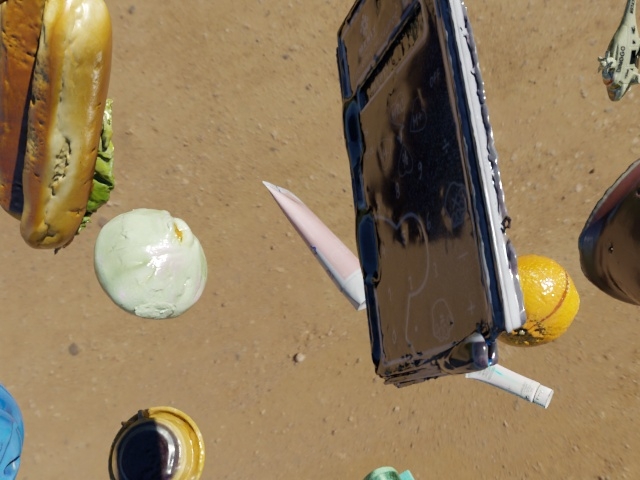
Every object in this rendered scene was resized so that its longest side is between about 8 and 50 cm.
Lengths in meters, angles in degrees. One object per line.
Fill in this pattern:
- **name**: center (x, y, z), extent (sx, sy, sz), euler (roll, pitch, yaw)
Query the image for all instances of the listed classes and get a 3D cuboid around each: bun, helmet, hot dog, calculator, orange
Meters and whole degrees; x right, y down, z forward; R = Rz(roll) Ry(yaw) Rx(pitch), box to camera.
- **bun**: center (-0.385, 0.036, 1.535), extent (0.187, 0.293, 0.293), euler (-42, 77, 41)
- **helmet**: center (0.279, 0.009, 0.450), extent (0.175, 0.106, 0.155), euler (-21, 118, 18)
- **hot dog**: center (-0.279, -0.123, 0.685), extent (0.135, 0.100, 0.337), euler (43, 131, 25)
- **calculator**: center (0.053, -0.052, 0.398), extent (0.028, 0.166, 0.274), euler (-1, 74, -16)
- **orange**: center (0.400, 0.122, 1.247), extent (0.193, 0.161, 0.193), euler (2, 131, 2)

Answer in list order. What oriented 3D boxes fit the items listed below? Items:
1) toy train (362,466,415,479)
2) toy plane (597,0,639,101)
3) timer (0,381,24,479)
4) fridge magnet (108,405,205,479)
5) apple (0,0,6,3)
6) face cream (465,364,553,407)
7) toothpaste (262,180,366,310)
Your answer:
- **toy train**: center (0.146, 0.443, 0.854), extent (0.120, 0.194, 0.298), euler (-31, 44, -2)
- **toy plane**: center (0.608, -0.419, 1.278), extent (0.108, 0.092, 0.287), euler (-11, 119, -26)
- **timer**: center (-0.425, 0.240, 0.517), extent (0.115, 0.340, 0.309), euler (30, 97, 33)
- **fridge magnet**: center (-0.233, 0.305, 0.903), extent (0.142, 0.063, 0.143), euler (-4, 67, 9)
- **apple**: center (-0.221, -0.191, 0.408), extent (0.083, 0.071, 0.084), euler (-3, 99, -19)
- **face cream**: center (0.249, 0.186, 0.853), extent (0.115, 0.020, 0.038), euler (21, 78, 34)
- **toothpaste**: center (0.000, 0.000, 0.787), extent (0.043, 0.067, 0.194), euler (-45, 68, 15)
